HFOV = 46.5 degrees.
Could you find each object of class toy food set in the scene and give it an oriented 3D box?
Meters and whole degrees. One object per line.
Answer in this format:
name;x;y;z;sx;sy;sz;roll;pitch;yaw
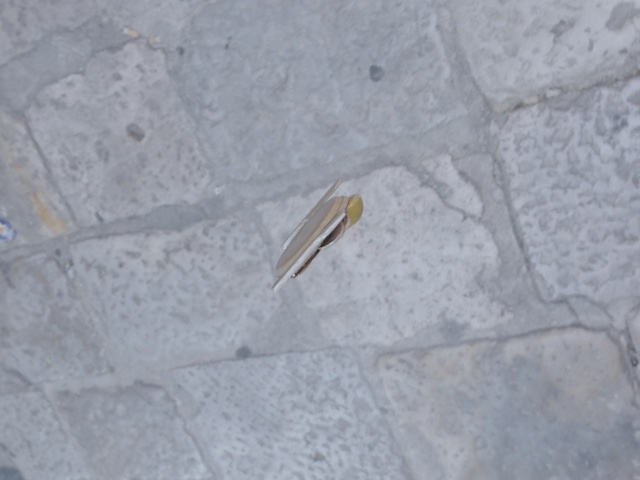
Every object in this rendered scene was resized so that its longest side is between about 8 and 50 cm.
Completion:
toy food set;0.000;0.000;0.836;0.038;0.192;0.132;40;103;-9
